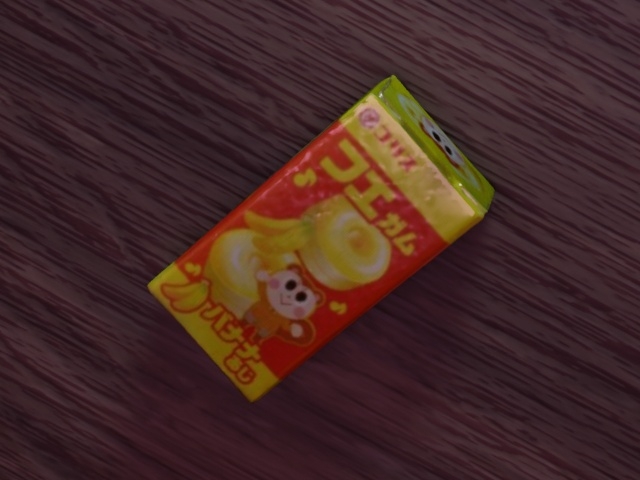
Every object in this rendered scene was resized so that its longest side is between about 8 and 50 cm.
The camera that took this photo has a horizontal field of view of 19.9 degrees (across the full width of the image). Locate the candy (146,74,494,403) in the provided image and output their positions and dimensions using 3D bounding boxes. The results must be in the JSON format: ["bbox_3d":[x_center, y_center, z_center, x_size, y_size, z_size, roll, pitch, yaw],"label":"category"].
[{"bbox_3d":[0.000,0.000,1.565,0.276,0.088,0.146,-41,94,20],"label":"candy"}]
